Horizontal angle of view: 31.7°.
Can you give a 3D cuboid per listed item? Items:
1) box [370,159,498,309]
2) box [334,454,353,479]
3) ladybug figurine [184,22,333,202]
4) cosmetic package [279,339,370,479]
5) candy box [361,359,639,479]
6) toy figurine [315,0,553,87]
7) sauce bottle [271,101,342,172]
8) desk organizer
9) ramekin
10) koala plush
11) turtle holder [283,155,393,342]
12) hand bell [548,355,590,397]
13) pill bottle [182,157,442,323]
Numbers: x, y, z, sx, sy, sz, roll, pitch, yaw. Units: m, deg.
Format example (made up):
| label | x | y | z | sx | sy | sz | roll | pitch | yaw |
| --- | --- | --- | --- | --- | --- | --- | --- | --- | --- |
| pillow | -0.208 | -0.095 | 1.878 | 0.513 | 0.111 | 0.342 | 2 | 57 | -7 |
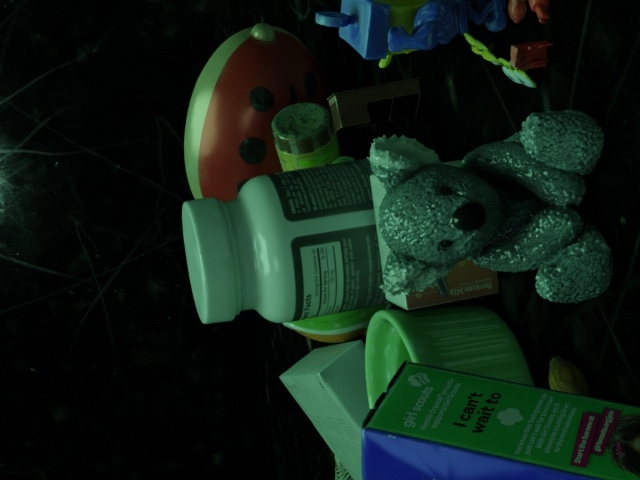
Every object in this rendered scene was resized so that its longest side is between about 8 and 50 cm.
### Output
| label | x | y | z | sx | sy | sz | roll | pitch | yaw |
| --- | --- | --- | --- | --- | --- | --- | --- | --- | --- |
| box | 0.147 | -0.009 | 1.456 | 0.091 | 0.130 | 0.171 | -157 | 58 | -75 |
| box | 0.082 | 0.430 | 2.170 | 0.113 | 0.094 | 0.275 | -118 | 21 | -58 |
| ladybug figurine | -0.096 | -0.181 | 2.090 | 0.162 | 0.305 | 0.449 | 40 | 143 | 43 |
| cosmetic package | 0.075 | 0.309 | 1.864 | 0.284 | 0.097 | 0.377 | 52 | 167 | -1 |
| candy box | 0.203 | 0.273 | 1.001 | 0.122 | 0.317 | 0.268 | -47 | -41 | -55 |
| toy figurine | 0.091 | -0.291 | 1.290 | 0.362 | 0.217 | 0.191 | -122 | 25 | -59 |
| sauce bottle | 0.001 | -0.087 | 2.036 | 0.111 | 0.111 | 0.344 | -113 | 4 | -47 |
| desk organizer | 0.080 | -0.194 | 1.616 | 0.047 | 0.130 | 0.050 | 168 | 90 | -78 |
| ramekin | 0.173 | 0.228 | 1.477 | 0.303 | 0.148 | 0.303 | 170 | 90 | -77 |
| koala plush | 0.158 | -0.030 | 1.172 | 0.203 | 0.221 | 0.196 | -150 | 51 | -75 |
| turtle holder | 0.011 | 0.019 | 1.852 | 0.227 | 0.243 | 0.320 | 71 | 176 | -57 |
| hand bell | 0.273 | 0.185 | 1.162 | 0.242 | 0.126 | 0.126 | -98 | 3 | -69 |
| pill bottle | 0.000 | 0.000 | 1.580 | 0.210 | 0.362 | 0.210 | 171 | 90 | -78 |
